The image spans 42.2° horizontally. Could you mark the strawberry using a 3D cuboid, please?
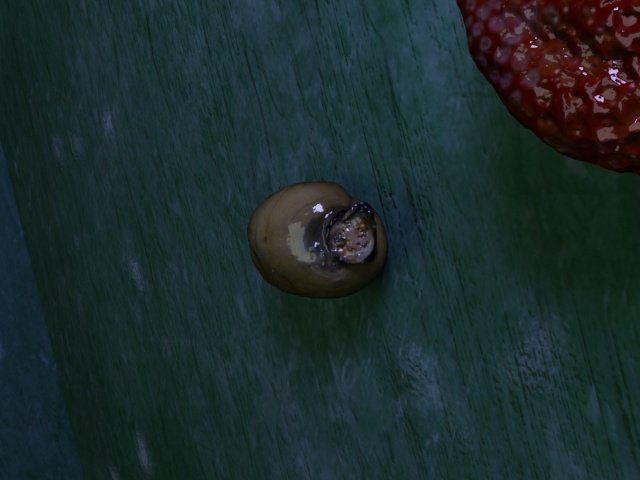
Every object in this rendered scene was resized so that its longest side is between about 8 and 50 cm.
[{"bbox_3d":[0.176,-0.105,0.505,0.236,0.106,0.175,16,147,49],"label":"strawberry"}]

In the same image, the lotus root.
[{"bbox_3d":[0.000,0.000,0.844,0.221,0.125,0.118,-2,74,61],"label":"lotus root"}]
